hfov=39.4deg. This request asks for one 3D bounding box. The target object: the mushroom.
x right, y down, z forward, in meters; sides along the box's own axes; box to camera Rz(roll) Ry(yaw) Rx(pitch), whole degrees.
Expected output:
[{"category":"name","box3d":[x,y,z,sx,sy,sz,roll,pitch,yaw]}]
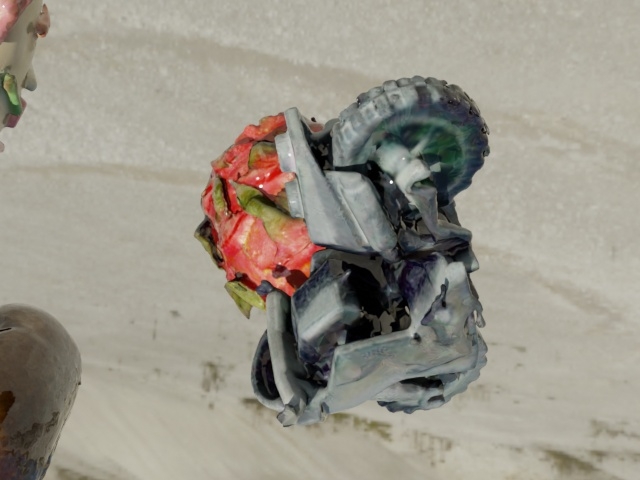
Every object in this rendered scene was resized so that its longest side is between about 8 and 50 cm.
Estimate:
[{"category":"mushroom","box3d":[-0.314,0.171,0.810,0.163,0.278,0.297,11,-159,-4]}]

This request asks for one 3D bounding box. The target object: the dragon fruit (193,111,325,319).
[{"category":"dragon fruit","box3d":[0.000,0.000,0.661,0.160,0.172,0.166,-35,158,-11]}]

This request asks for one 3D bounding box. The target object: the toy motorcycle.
[{"category":"toy motorcycle","box3d":[0.022,0.027,0.522,0.159,0.106,0.270,-15,136,-1]}]

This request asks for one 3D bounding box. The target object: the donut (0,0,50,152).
[{"category":"donut","box3d":[-0.316,-0.147,0.559,0.142,0.382,0.382,23,174,17]}]
